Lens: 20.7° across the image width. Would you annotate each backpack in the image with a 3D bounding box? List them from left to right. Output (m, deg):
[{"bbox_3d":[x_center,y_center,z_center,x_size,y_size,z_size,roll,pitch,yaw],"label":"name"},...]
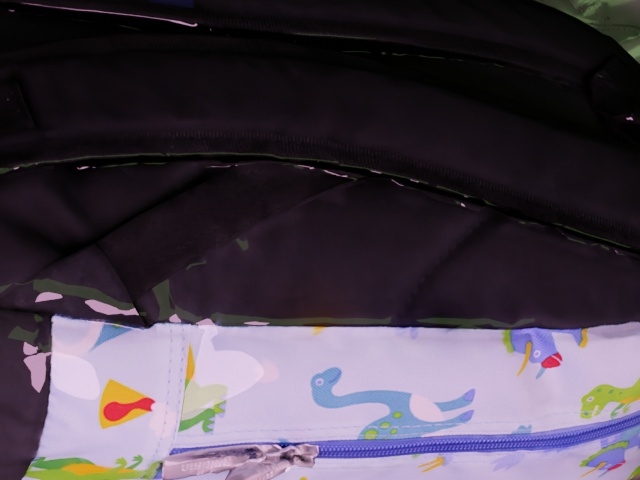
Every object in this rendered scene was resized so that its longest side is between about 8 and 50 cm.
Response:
[{"bbox_3d":[0.000,0.000,0.743,0.356,0.290,0.273,-7,131,-10],"label":"backpack"}]

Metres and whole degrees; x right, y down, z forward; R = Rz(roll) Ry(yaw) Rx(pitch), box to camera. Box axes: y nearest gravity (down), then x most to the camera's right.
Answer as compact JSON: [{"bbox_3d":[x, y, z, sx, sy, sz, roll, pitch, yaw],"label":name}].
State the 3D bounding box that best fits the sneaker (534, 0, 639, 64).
[{"bbox_3d":[0.141,-0.138,0.889,0.281,0.105,0.115,-12,99,-5],"label":"sneaker"}]
